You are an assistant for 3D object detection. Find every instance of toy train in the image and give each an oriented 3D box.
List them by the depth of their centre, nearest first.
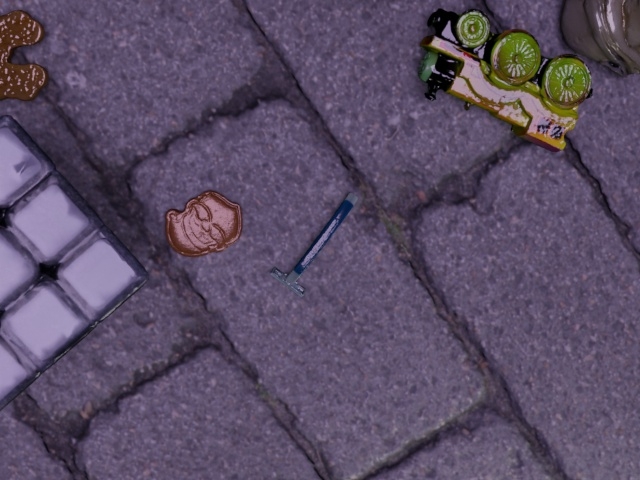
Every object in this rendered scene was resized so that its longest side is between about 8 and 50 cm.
[{"bbox_3d":[0.291,-0.261,1.566,0.296,0.100,0.160,24,97,-9],"label":"toy train"}]

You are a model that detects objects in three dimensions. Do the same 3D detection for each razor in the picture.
[{"bbox_3d":[0.000,0.001,1.606,0.068,0.037,0.191,37,93,-9],"label":"razor"}]

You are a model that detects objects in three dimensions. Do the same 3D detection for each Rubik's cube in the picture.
[{"bbox_3d":[-0.464,0.031,1.404,0.304,0.301,0.305,-43,101,-10],"label":"Rubik's cube"}]

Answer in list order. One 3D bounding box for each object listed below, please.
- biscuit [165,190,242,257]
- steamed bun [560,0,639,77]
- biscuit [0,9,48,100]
[{"bbox_3d":[-0.190,-0.025,1.591,0.131,0.019,0.102,-21,101,-3],"label":"biscuit"},{"bbox_3d":[0.515,-0.369,1.551,0.218,0.144,0.211,27,95,-9],"label":"steamed bun"},{"bbox_3d":[-0.541,-0.277,1.504,0.237,0.040,0.143,-4,91,1],"label":"biscuit"}]
